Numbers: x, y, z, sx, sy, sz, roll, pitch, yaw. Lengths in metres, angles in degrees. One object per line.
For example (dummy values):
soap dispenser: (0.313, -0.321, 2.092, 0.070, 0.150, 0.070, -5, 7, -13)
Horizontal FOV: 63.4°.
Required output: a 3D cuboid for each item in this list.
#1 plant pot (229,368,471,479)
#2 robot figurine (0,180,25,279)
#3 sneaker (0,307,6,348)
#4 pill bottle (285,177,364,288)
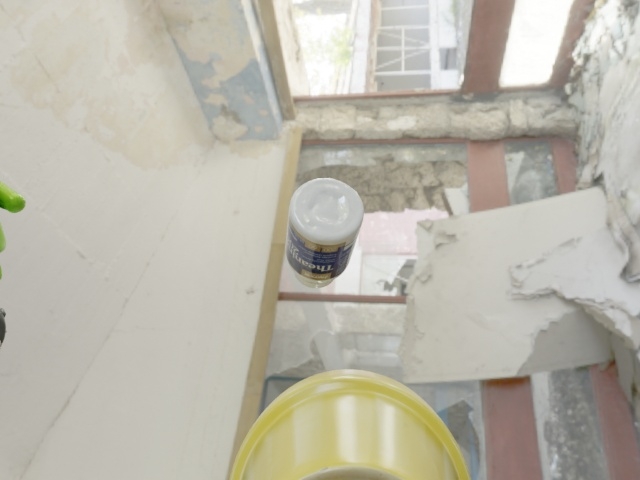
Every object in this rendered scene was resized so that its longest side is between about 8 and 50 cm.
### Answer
plant pot: (0.029, 0.258, 0.475, 0.239, 0.254, 0.254, 81, -169, -81)
robot figurine: (-0.260, -0.020, 0.351, 0.101, 0.067, 0.115, -35, -61, -63)
sneaker: (-0.457, 0.154, 0.576, 0.078, 0.234, 0.106, 49, -175, 9)
pill bottle: (0.000, 0.000, 0.499, 0.120, 0.067, 0.067, 101, 175, -60)
